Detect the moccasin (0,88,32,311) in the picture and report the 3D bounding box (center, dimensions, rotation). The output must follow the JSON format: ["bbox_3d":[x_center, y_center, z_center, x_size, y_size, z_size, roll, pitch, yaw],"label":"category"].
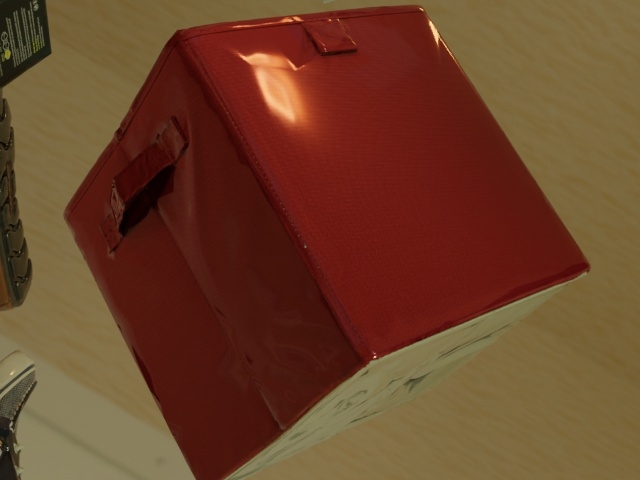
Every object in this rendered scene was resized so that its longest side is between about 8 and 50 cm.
[{"bbox_3d":[-0.468,-0.083,1.359,0.139,0.147,0.380,-91,-179,-57],"label":"moccasin"}]

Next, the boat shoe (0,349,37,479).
[{"bbox_3d":[-0.375,0.272,1.182,0.127,0.158,0.340,-47,-172,34],"label":"boat shoe"}]

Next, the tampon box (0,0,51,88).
[{"bbox_3d":[-0.369,-0.209,1.049,0.161,0.120,0.101,-47,156,-37],"label":"tampon box"}]

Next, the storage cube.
[{"bbox_3d":[0.000,0.000,0.611,0.215,0.193,0.183,-15,158,-41],"label":"storage cube"}]

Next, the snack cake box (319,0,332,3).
[{"bbox_3d":[0.014,-0.405,1.104,0.152,0.089,0.264,32,59,-50],"label":"snack cake box"}]
